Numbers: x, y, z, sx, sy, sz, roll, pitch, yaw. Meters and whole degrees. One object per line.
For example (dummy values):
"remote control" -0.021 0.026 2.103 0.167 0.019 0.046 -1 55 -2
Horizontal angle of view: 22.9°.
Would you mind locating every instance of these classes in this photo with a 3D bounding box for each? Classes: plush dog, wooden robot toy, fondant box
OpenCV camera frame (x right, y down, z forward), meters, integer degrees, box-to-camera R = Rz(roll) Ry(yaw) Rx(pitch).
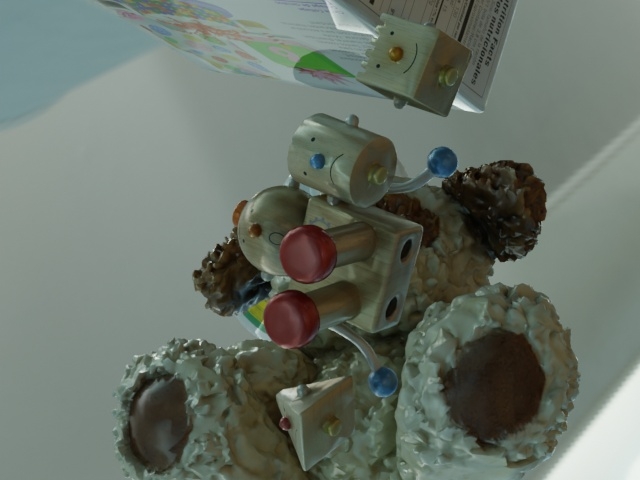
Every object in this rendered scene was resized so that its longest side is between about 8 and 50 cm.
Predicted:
"plush dog" 0.036 0.060 0.913 0.210 0.262 0.225 51 -145 -51
"wooden robot toy" -0.006 -0.005 0.601 0.076 0.079 0.173 -6 -65 -52
"fondant box" -0.058 -0.188 0.962 0.330 0.238 0.096 29 -104 -54

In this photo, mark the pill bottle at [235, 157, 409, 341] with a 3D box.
"pill bottle" 0.000 0.000 1.482 0.117 0.208 0.118 16 -132 -18
